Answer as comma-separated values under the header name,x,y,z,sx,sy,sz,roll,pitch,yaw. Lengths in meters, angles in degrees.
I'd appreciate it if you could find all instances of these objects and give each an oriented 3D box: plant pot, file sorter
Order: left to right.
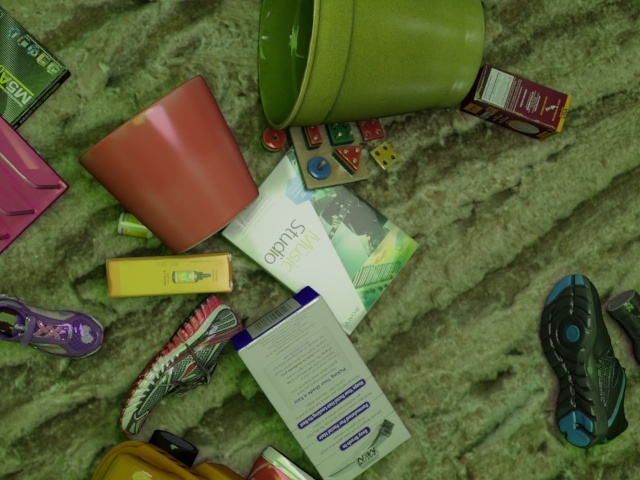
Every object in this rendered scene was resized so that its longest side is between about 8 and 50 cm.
name,x,y,z,sx,sy,sz,roll,pitch,yaw
file sorter,-0.643,-0.069,1.436,0.291,0.182,0.202,-43,93,2
plant pot,-0.258,-0.127,1.482,0.275,0.275,0.243,-37,103,-8
plant pot,0.098,-0.375,1.508,0.353,0.366,0.366,2,86,-19

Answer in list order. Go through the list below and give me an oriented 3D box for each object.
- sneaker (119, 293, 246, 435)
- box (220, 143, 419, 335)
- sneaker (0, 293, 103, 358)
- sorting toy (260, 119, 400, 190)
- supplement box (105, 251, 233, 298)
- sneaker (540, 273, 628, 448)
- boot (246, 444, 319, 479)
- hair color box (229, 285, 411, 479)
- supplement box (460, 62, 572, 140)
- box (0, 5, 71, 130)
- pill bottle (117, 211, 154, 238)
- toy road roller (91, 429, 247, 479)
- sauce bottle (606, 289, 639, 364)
name,x,y,z,sx,sy,sz,roll,pitch,yaw
sneaker,-0.261,0.244,1.516,0.112,0.121,0.299,41,82,-6
box,0.000,0.000,1.593,0.322,0.058,0.232,38,83,-4
sneaker,-0.522,0.163,1.497,0.236,0.104,0.095,15,83,-7
sorting toy,0.030,-0.176,1.574,0.275,0.046,0.132,-11,76,-22
supplement box,-0.285,0.066,1.546,0.234,0.080,0.078,-2,88,-5
sneaker,0.536,0.238,1.632,0.140,0.125,0.340,2,83,-34
boot,-0.050,0.527,1.523,0.244,0.088,0.176,33,79,10
hair color box,0.001,0.276,1.518,0.185,0.110,0.338,-34,103,-8
supplement box,0.391,-0.276,1.634,0.188,0.104,0.080,19,85,-5
box,-0.610,-0.322,1.546,0.191,0.045,0.184,44,81,-2
pill bottle,-0.344,-0.027,1.560,0.083,0.043,0.043,10,85,-7
toy road roller,-0.259,0.478,1.407,0.330,0.240,0.202,26,83,22
sauce bottle,0.713,0.250,1.637,0.111,0.111,0.344,-40,93,-8
